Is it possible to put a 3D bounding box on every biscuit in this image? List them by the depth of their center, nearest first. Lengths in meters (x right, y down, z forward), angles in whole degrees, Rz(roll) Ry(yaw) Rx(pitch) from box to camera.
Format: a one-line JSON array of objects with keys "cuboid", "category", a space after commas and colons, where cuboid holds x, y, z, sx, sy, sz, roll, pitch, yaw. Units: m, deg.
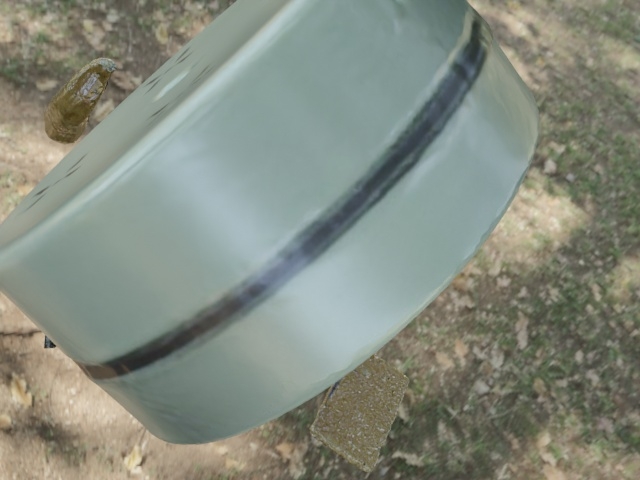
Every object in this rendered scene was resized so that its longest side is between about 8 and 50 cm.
[{"cuboid": [0.071, 0.285, 1.517, 0.131, 0.025, 0.231, 36, 41, -2], "category": "biscuit"}]

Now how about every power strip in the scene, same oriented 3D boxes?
[{"cuboid": [-0.047, -0.042, 0.569, 0.161, 0.357, 0.357, 48, 54, -19], "category": "power strip"}]

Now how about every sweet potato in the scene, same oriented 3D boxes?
[{"cuboid": [-0.351, -0.192, 1.247, 0.062, 0.233, 0.081, 35, 64, -16], "category": "sweet potato"}]

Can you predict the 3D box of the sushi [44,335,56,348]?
[{"cuboid": [-0.511, 0.191, 1.769, 0.083, 0.084, 0.056, 3, 85, -12], "category": "sushi"}]
